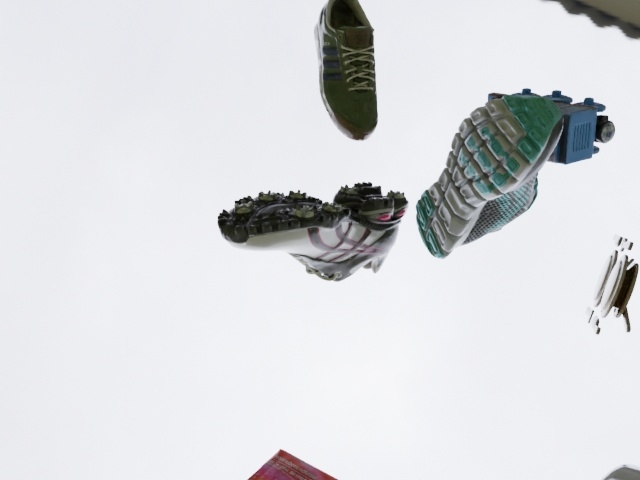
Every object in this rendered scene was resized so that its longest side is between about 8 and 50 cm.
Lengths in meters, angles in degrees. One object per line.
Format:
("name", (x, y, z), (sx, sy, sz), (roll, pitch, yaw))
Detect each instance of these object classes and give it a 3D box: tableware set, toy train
("tableware set", (0.402, 0.061, 0.907), (0.039, 0.194, 0.128), (20, -81, 16))
("toy train", (0.278, -0.150, 0.867), (0.105, 0.080, 0.184), (-14, -155, -31))

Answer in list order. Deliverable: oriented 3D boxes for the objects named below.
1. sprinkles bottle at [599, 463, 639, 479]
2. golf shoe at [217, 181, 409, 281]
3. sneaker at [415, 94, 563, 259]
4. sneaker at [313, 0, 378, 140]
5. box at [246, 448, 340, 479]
("sprinkles bottle", (0.294, 0.233, 0.309), (0.356, 0.121, 0.121), (17, -107, 44))
("golf shoe", (0.000, 0.000, 0.815), (0.105, 0.273, 0.120), (27, -64, 45))
("sneaker", (0.131, -0.048, 0.491), (0.076, 0.166, 0.064), (-12, -113, -23))
("sneaker", (0.035, -0.224, 0.826), (0.064, 0.086, 0.192), (-5, -113, -18))
("box", (0.024, 0.375, 0.736), (0.300, 0.154, 0.142), (9, -144, 47))
